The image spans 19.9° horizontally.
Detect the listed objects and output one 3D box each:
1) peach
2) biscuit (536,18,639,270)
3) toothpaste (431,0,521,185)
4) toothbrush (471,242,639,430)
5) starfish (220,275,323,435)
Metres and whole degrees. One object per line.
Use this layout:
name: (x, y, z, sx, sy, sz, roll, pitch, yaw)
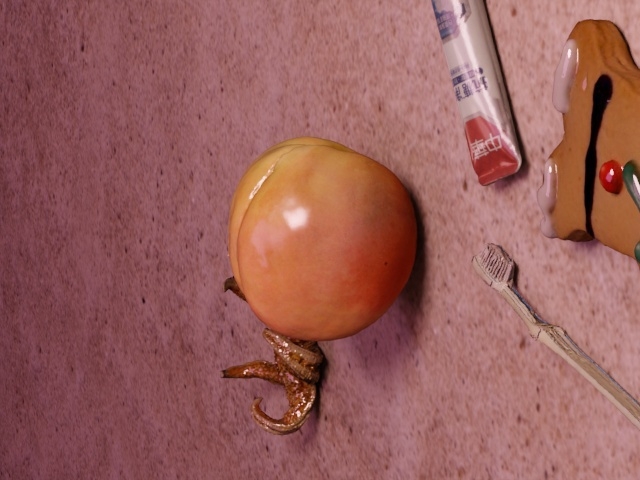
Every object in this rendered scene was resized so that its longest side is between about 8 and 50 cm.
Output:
peach: (0.000, 0.000, 1.617, 0.184, 0.184, 0.184, 170, 90, -68)
biscuit: (0.230, -0.032, 1.206, 0.301, 0.049, 0.197, -135, 39, -54)
toothpaste: (0.115, -0.163, 1.443, 0.062, 0.039, 0.239, -22, 80, 61)
toothbrush: (0.188, 0.082, 1.380, 0.294, 0.026, 0.028, 53, 130, 49)
starfish: (-0.049, 0.103, 1.901, 0.146, 0.074, 0.190, -122, 31, -41)
